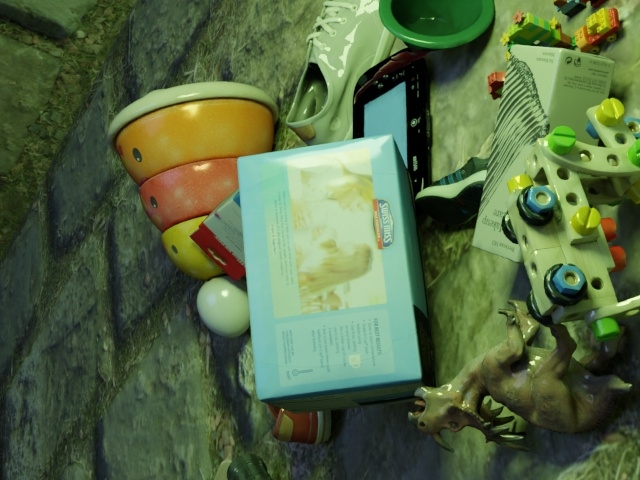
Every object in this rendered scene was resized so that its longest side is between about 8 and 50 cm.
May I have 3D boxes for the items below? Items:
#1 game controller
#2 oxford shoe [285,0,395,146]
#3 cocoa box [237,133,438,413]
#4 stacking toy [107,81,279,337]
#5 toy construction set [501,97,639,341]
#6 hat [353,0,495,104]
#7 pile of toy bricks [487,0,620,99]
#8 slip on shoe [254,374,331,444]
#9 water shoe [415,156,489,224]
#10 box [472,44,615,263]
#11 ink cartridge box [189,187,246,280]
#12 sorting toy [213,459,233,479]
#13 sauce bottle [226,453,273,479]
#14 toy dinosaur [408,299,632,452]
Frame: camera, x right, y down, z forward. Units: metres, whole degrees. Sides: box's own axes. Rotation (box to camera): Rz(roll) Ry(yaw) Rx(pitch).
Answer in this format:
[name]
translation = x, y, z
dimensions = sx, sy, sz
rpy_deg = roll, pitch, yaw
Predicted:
[game controller]
translation = 0.117, -0.165, 1.816
dimensions = 0.166, 0.067, 0.319
rpy_deg = -33, 49, 50
[oxford shoe]
translation = 0.047, -0.373, 1.980
dimensions = 0.169, 0.130, 0.449
rpy_deg = 16, 89, 63
[cocoa box]
translation = 0.028, 0.056, 1.552
dimensions = 0.228, 0.231, 0.347
rpy_deg = 49, -146, -72
[stacking toy]
translation = -0.215, -0.045, 2.167
dimensions = 0.350, 0.350, 0.480
rpy_deg = -31, 67, 51
[toy construction set]
translation = 0.332, -0.009, 1.256
dimensions = 0.151, 0.215, 0.328
rpy_deg = 99, 159, -49
[hat]
translation = 0.176, -0.321, 1.790
dimensions = 0.184, 0.208, 0.173
rpy_deg = 82, -151, -55
[pile of toy bricks]
translation = 0.302, -0.283, 1.508
dimensions = 0.212, 0.105, 0.118
rpy_deg = -36, 47, 48
[slip on shoe]
translation = -0.067, 0.215, 1.893
dimensions = 0.331, 0.101, 0.123
rpy_deg = -110, 24, -46
[water shoe]
translation = 0.220, -0.078, 1.612
dimensions = 0.080, 0.073, 0.203
rpy_deg = -53, 19, -24
[box]
translation = 0.287, -0.110, 1.424
dimensions = 0.113, 0.094, 0.275
rpy_deg = 22, 104, 61
[ink cartridge box]
translation = -0.127, -0.025, 1.998
dimensions = 0.231, 0.134, 0.078
rpy_deg = -32, 16, 51
[sorting toy]
translation = -0.158, 0.532, 1.990
dimensions = 0.208, 0.038, 0.193
rpy_deg = 41, 112, 54
[sauce bottle]
translation = -0.069, 0.467, 1.784
dimensions = 0.111, 0.111, 0.344
rpy_deg = -66, 30, 15
[toy dinosaur]
translation = 0.266, 0.187, 1.341
dimensions = 0.295, 0.127, 0.200
rpy_deg = 12, 97, 45
